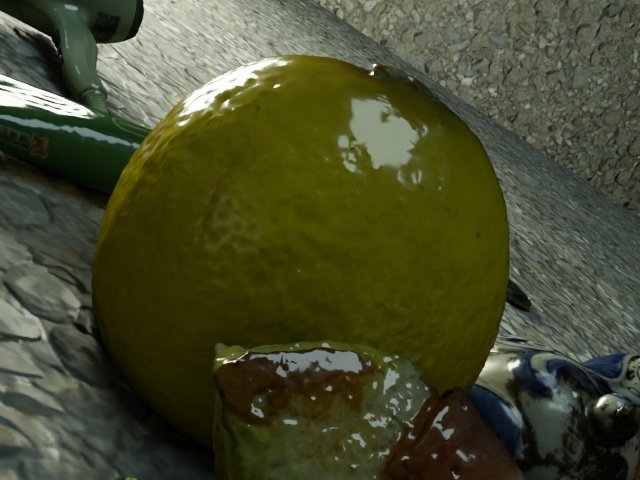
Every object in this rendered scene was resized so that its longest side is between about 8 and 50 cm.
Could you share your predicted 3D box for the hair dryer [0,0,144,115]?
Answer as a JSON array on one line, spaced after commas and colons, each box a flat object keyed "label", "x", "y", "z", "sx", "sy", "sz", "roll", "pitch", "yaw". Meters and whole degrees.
[{"label": "hair dryer", "x": -0.275, "y": -0.206, "z": 0.858, "sx": 0.218, "sy": 0.088, "sz": 0.225, "roll": 23, "pitch": 36, "yaw": -18}]

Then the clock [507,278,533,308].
[{"label": "clock", "x": 0.237, "y": 0.060, "z": 1.194, "sx": 0.074, "sy": 0.010, "sz": 0.083, "roll": 31, "pitch": 18, "yaw": -17}]

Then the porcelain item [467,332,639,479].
[{"label": "porcelain item", "x": 0.173, "y": 0.138, "z": 0.703, "sx": 0.288, "sy": 0.138, "sz": 0.186, "roll": 13, "pitch": 10, "yaw": -42}]

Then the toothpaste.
[{"label": "toothpaste", "x": -0.117, "y": -0.048, "z": 0.729, "sx": 0.392, "sy": 0.061, "sz": 0.099, "roll": 21, "pitch": 23, "yaw": -33}]

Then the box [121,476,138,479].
[{"label": "box", "x": -0.036, "y": 0.191, "z": 0.243, "sx": 0.175, "sy": 0.062, "sz": 0.260, "roll": 35, "pitch": 18, "yaw": -2}]

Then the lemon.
[{"label": "lemon", "x": 0.000, "y": 0.000, "z": 0.553, "sx": 0.240, "sy": 0.219, "sz": 0.240, "roll": 28, "pitch": 20, "yaw": -11}]

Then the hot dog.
[{"label": "hot dog", "x": 0.043, "y": 0.140, "z": 0.441, "sx": 0.261, "sy": 0.123, "sz": 0.093, "roll": 51, "pitch": -19, "yaw": -3}]
